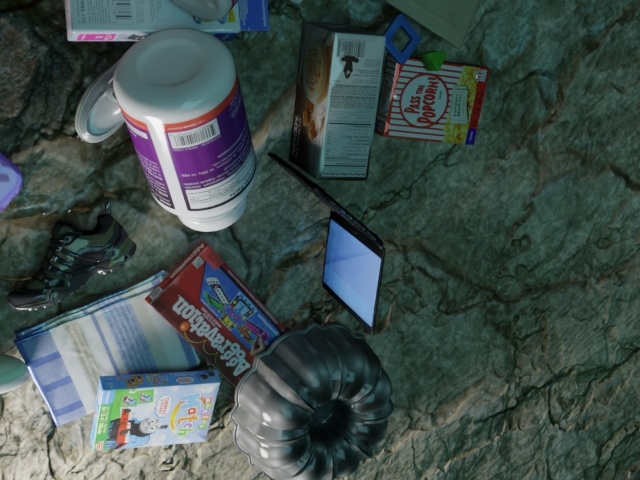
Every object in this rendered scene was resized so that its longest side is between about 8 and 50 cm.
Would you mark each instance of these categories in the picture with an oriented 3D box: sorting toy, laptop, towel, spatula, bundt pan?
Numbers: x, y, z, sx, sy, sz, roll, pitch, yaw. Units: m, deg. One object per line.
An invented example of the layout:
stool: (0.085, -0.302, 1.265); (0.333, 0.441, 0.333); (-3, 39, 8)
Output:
sorting toy: (0.204, -0.458, 1.701); (0.196, 0.047, 0.348); (26, 85, -33)
laptop: (0.000, 0.000, 1.684); (0.264, 0.234, 0.136); (39, 90, -30)
towel: (-0.368, 0.189, 1.715); (0.285, 0.034, 0.209); (-23, 118, -11)
spatula: (-0.586, -0.163, 1.496); (0.084, 0.030, 0.296); (-46, 118, -3)
bundt pan: (0.002, 0.328, 1.844); (0.330, 0.124, 0.331); (-13, 117, -26)

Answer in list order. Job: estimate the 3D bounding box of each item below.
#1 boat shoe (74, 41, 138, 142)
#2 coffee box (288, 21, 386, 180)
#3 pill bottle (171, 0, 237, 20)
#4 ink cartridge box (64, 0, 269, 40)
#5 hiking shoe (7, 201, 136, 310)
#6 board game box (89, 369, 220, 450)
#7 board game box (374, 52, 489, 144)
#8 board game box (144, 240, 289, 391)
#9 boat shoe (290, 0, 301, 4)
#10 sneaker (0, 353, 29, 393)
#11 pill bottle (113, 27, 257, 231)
boat shoe: (-0.306, -0.247, 1.553); (0.079, 0.081, 0.227); (40, 90, -29)
coffee box: (0.025, -0.238, 1.663); (0.098, 0.141, 0.247); (-1, 110, -23)
pill bottle: (-0.126, -0.479, 1.436); (0.160, 0.160, 0.283); (44, 71, -29)
ink cartridge box: (-0.238, -0.403, 1.503); (0.311, 0.065, 0.186); (-5, 87, -19)
hiking shoe: (-0.426, 0.028, 1.615); (0.227, 0.086, 0.114); (-31, 104, -16)
board game box: (-0.298, 0.305, 1.755); (0.211, 0.039, 0.160); (-1, 128, -24)
board game box: (0.203, -0.256, 1.783); (0.193, 0.045, 0.147); (2, 108, -23)
board game box: (-0.176, 0.142, 1.751); (0.145, 0.027, 0.281); (-45, 127, -8)
boat shoe: (0.023, -0.503, 1.592); (0.088, 0.096, 0.267); (39, 92, -33)
sneaker: (-0.588, 0.161, 1.572); (0.255, 0.094, 0.151); (12, 110, -23)
pill bottle: (-0.200, -0.160, 1.528); (0.181, 0.181, 0.323); (-26, 145, -12)
